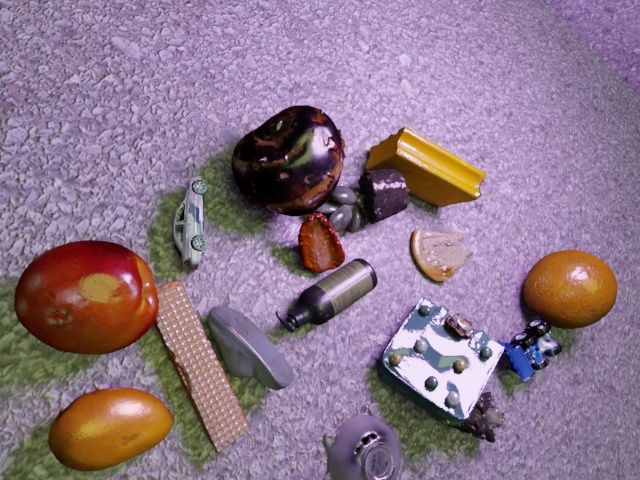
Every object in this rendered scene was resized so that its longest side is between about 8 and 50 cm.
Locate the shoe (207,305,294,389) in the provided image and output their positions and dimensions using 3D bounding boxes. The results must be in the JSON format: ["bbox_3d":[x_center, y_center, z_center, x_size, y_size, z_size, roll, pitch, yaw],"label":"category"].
[{"bbox_3d":[-0.177,0.262,0.936,0.251,0.103,0.100,43,105,4],"label":"shoe"}]

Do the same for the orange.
[{"bbox_3d":[0.834,0.164,1.353,0.275,0.274,0.274,7,73,-24],"label":"orange"}]

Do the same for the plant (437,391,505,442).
[{"bbox_3d":[0.418,0.482,1.138,0.203,0.131,0.142,21,65,-21],"label":"plant"}]

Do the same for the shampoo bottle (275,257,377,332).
[{"bbox_3d":[0.020,0.149,1.050,0.284,0.101,0.101,-30,90,-29],"label":"shampoo bottle"}]

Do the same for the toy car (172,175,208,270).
[{"bbox_3d":[-0.308,-0.043,0.948,0.076,0.090,0.224,1,76,-20],"label":"toy car"}]

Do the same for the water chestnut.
[{"bbox_3d":[-0.067,-0.186,1.030,0.300,0.300,0.299,7,73,-24],"label":"water chestnut"}]

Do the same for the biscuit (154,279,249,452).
[{"bbox_3d":[-0.277,0.271,0.897,0.094,0.054,0.378,-26,88,-30],"label":"biscuit"}]

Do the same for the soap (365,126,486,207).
[{"bbox_3d":[0.320,-0.211,1.240,0.325,0.204,0.096,23,77,-18],"label":"soap"}]

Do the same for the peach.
[{"bbox_3d":[-0.446,0.113,0.780,0.244,0.199,0.243,-4,116,-9],"label":"peach"}]

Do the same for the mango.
[{"bbox_3d":[-0.400,0.363,0.787,0.220,0.112,0.144,9,72,-36],"label":"mango"}]

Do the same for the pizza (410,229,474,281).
[{"bbox_3d":[0.408,0.042,1.307,0.262,0.034,0.180,-6,78,-28],"label":"pizza"}]

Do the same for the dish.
[{"bbox_3d":[0.119,0.539,1.001,0.228,0.086,0.236,45,62,-9],"label":"dish"}]

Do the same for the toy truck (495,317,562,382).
[{"bbox_3d":[0.660,0.348,1.297,0.208,0.126,0.113,-28,91,-25],"label":"toy truck"}]

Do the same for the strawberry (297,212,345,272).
[{"bbox_3d":[0.000,0.000,1.051,0.121,0.188,0.082,-8,35,-1],"label":"strawberry"}]

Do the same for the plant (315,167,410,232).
[{"bbox_3d":[0.108,-0.108,1.141,0.275,0.146,0.149,-22,117,-16],"label":"plant"}]

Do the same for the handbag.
[{"bbox_3d":[0.321,0.313,1.088,0.269,0.100,0.274,32,62,22],"label":"handbag"}]
